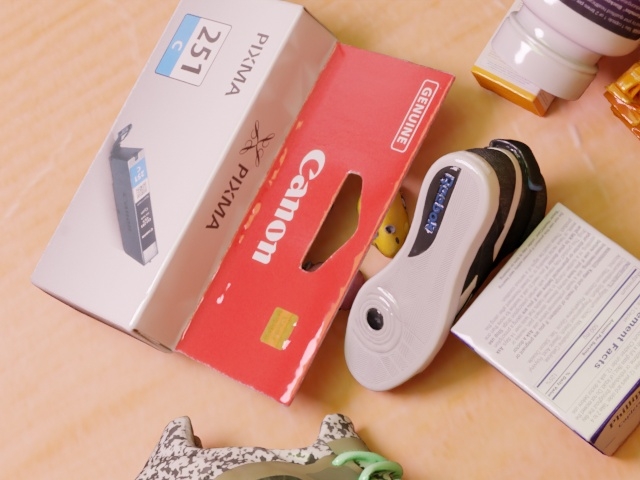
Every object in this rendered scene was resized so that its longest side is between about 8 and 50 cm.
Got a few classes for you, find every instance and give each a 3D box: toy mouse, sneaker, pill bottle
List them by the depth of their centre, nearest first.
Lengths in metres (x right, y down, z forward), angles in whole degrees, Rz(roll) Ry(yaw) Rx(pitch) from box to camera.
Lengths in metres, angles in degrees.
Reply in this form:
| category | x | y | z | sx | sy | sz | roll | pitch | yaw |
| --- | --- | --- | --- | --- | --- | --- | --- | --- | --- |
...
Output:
| category | x | y | z | sx | sy | sz | roll | pitch | yaw |
| --- | --- | --- | --- | --- | --- | --- | --- | --- | --- |
| sneaker | 0.022 | 0.202 | 1.183 | 0.410 | 0.158 | 0.182 | 6 | 57 | 18 |
| pill bottle | 0.209 | -0.203 | 1.194 | 0.108 | 0.108 | 0.193 | 44 | 115 | 28 |
| sneaker | 0.107 | 0.021 | 1.240 | 0.079 | 0.121 | 0.217 | 44 | 125 | 25 |
| toy mouse | 0.000 | 0.000 | 1.312 | 0.143 | 0.031 | 0.161 | -12 | 68 | 17 |

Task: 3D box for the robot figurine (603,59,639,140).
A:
| category | x | y | z | sx | sy | sz | roll | pitch | yaw |
| --- | --- | --- | --- | --- | --- | --- | --- | --- | --- |
| robot figurine | 0.364 | -0.147 | 1.190 | 0.291 | 0.085 | 0.211 | -40 | 63 | 4 |

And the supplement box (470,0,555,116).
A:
| category | x | y | z | sx | sy | sz | roll | pitch | yaw |
| --- | --- | --- | --- | --- | --- | --- | --- | --- | --- |
| supplement box | 0.173 | -0.156 | 1.296 | 0.062 | 0.036 | 0.098 | 31 | 85 | 28 |

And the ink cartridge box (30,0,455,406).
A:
| category | x | y | z | sx | sy | sz | roll | pitch | yaw |
| --- | --- | --- | --- | --- | --- | --- | --- | --- | --- |
| ink cartridge box | -0.068 | -0.049 | 1.309 | 0.261 | 0.066 | 0.296 | 21 | 80 | 40 |

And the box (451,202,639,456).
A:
| category | x | y | z | sx | sy | sz | roll | pitch | yaw |
| --- | --- | --- | --- | --- | --- | --- | --- | --- | --- |
| box | 0.191 | 0.066 | 1.191 | 0.137 | 0.072 | 0.126 | 40 | 89 | 29 |
